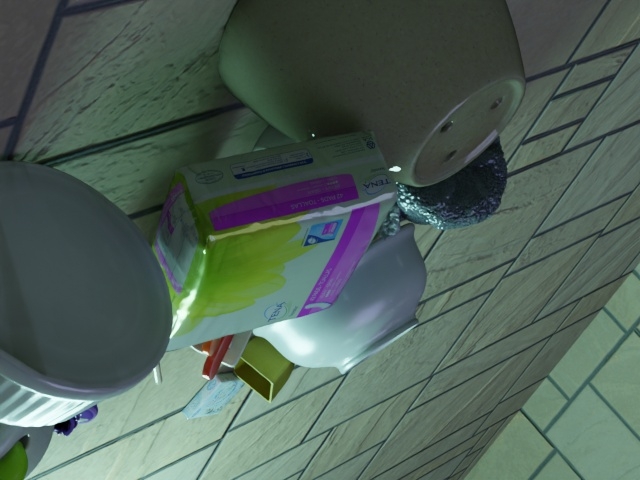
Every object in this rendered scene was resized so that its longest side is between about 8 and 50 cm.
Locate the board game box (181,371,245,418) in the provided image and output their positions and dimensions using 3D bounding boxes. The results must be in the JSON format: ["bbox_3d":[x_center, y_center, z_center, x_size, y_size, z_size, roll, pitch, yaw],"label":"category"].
[{"bbox_3d":[-0.167,0.248,2.523,0.090,0.020,0.090,-48,159,20],"label":"board game box"}]

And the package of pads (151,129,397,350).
[{"bbox_3d":[-0.069,0.007,1.695,0.229,0.101,0.296,-14,157,-21],"label":"package of pads"}]

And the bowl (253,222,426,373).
[{"bbox_3d":[0.054,0.109,2.368,0.298,0.134,0.298,-33,174,-4],"label":"bowl"}]

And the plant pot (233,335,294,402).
[{"bbox_3d":[-0.081,0.190,2.482,0.083,0.081,0.081,-45,163,-25],"label":"plant pot"}]

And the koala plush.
[{"bbox_3d":[0.152,-0.085,2.194,0.196,0.203,0.221,-34,171,-18],"label":"koala plush"}]

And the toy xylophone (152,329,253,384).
[{"bbox_3d":[-0.140,0.066,1.978,0.322,0.081,0.236,83,28,-68],"label":"toy xylophone"}]

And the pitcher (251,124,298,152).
[{"bbox_3d":[0.034,-0.114,1.919,0.207,0.178,0.125,-29,116,-34],"label":"pitcher"}]

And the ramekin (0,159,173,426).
[{"bbox_3d":[-0.295,0.062,1.572,0.127,0.273,0.273,-40,164,36],"label":"ramekin"}]

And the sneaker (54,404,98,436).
[{"bbox_3d":[-0.346,0.234,2.097,0.068,0.071,0.170,-44,161,10],"label":"sneaker"}]

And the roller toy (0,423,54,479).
[{"bbox_3d":[-0.396,0.185,1.733,0.146,0.191,0.209,77,20,-67],"label":"roller toy"}]

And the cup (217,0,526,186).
[{"bbox_3d":[0.087,-0.198,1.734,0.331,0.237,0.331,-35,159,-15],"label":"cup"}]
